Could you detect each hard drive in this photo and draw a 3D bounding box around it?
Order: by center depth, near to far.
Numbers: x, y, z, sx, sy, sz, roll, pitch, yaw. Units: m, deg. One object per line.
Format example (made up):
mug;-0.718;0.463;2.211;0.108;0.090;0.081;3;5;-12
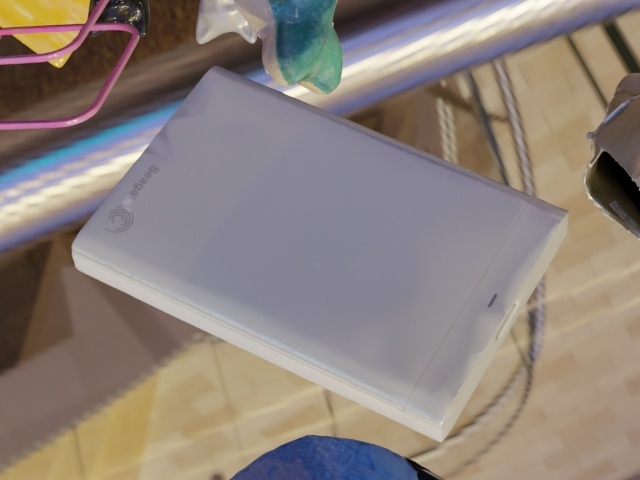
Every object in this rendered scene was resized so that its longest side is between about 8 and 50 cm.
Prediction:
hard drive;0.000;0.000;1.190;0.307;0.203;0.040;24;150;19

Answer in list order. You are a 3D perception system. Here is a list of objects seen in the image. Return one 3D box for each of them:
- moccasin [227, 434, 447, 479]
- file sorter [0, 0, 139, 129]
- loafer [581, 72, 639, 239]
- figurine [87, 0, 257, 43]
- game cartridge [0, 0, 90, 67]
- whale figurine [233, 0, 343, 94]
moccasin;-0.055;0.202;0.735;0.117;0.137;0.342;24;141;-36
file sorter;-0.295;-0.267;1.463;0.182;0.202;0.290;-2;126;13
loafer;0.204;-0.046;0.980;0.092;0.102;0.268;-51;173;-3
figurine;-0.144;-0.313;1.734;0.215;0.209;0.092;7;172;21
game cartridge;-0.333;-0.418;1.946;0.285;0.053;0.323;36;92;-21
whale figurine;-0.021;-0.267;1.400;0.141;0.272;0.216;-19;169;23
